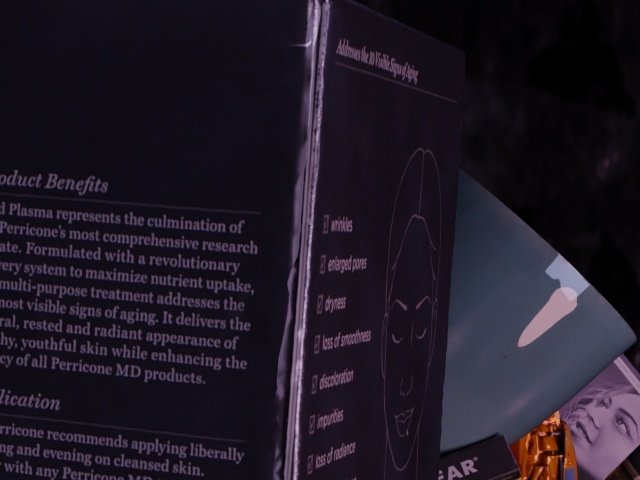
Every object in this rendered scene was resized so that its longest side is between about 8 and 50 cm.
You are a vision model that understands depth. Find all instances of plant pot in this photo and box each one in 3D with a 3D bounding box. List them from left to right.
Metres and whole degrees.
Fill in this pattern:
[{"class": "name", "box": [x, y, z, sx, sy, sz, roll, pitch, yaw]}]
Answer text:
[{"class": "plant pot", "box": [0.133, 0.088, 1.933, 0.235, 0.293, 0.293, -47, 127, 0]}]

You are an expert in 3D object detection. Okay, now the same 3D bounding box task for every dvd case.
[{"class": "dvd case", "box": [0.294, 0.198, 2.213, 0.221, 0.018, 0.164, -36, 87, -36]}]

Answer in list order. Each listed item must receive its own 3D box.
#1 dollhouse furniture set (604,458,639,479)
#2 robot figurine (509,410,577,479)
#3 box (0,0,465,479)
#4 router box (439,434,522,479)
[{"class": "dollhouse furniture set", "box": [0.307, 0.311, 2.284, 0.151, 0.123, 0.144, -26, 116, -1]}, {"class": "robot figurine", "box": [0.193, 0.296, 2.091, 0.211, 0.085, 0.291, -2, 89, -9]}, {"class": "box", "box": [-0.077, 0.042, 1.589, 0.480, 0.297, 0.472, 2, 94, -74]}, {"class": "router box", "box": [0.115, 0.268, 1.891, 0.179, 0.046, 0.133, -21, 147, 0]}]
